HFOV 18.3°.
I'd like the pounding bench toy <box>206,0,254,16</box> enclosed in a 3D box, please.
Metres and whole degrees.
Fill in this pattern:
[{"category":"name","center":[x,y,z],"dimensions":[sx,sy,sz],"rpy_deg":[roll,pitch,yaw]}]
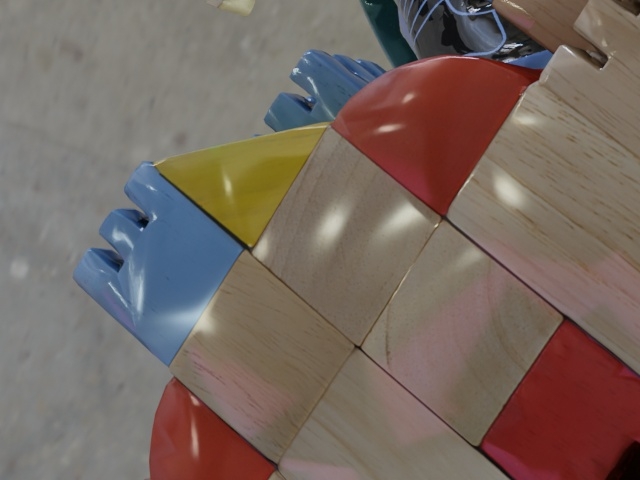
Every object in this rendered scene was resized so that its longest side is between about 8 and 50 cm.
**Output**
[{"category":"pounding bench toy","center":[-0.057,-0.141,0.928],"dimensions":[0.052,0.065,0.083],"rpy_deg":[22,69,-43]}]

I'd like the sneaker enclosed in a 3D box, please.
[{"category":"sneaker","center":[0.077,-0.136,1.050],"dimensions":[0.081,0.232,0.090],"rpy_deg":[-18,114,-8]}]

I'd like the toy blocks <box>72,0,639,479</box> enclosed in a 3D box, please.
[{"category":"toy blocks","center":[0.045,0.040,0.622],"dimensions":[0.261,0.191,0.381],"rpy_deg":[40,109,25]}]

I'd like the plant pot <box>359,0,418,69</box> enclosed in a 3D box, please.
[{"category":"plant pot","center":[0.197,-0.188,1.414],"dimensions":[0.255,0.271,0.271],"rpy_deg":[-33,86,-11]}]
